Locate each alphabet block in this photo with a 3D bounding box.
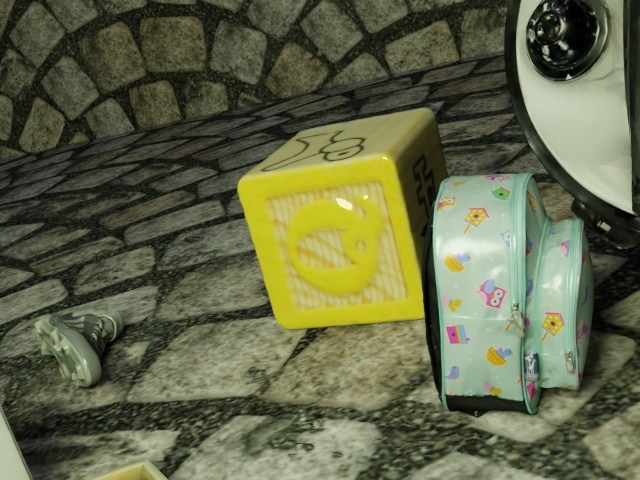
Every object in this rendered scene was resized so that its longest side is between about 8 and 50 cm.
[{"bbox_3d":[0.044,-0.028,1.011,0.192,0.193,0.197,-8,19,25],"label":"alphabet block"}]

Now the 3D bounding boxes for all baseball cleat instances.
[{"bbox_3d":[-0.284,0.117,1.051,0.109,0.072,0.206,-18,21,-29],"label":"baseball cleat"}]

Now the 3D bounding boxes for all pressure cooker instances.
[{"bbox_3d":[0.367,-0.165,0.734,0.420,0.370,0.375,-2,-39,-47],"label":"pressure cooker"}]

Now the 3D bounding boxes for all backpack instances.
[{"bbox_3d":[0.157,0.035,0.733,0.144,0.188,0.166,-8,19,23],"label":"backpack"}]

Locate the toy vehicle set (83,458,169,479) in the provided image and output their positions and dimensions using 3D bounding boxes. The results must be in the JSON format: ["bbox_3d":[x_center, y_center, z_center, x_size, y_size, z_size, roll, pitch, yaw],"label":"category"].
[{"bbox_3d":[-0.151,0.236,0.586,0.166,0.035,0.267,-14,14,-28],"label":"toy vehicle set"}]

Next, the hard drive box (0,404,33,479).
[{"bbox_3d":[-0.352,0.208,0.659,0.089,0.181,0.232,2,24,44],"label":"hard drive box"}]
